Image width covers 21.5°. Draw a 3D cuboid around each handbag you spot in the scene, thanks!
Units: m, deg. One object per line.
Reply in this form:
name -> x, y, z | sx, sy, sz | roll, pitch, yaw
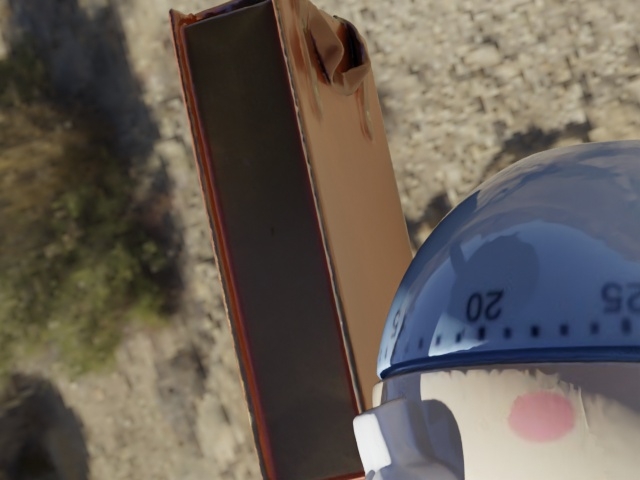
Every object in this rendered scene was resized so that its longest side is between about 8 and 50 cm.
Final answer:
handbag -> 0.000, 0.000, 0.663 | 0.127, 0.063, 0.190 | 15, -118, -71

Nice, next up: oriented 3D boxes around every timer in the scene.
timer -> 0.075, 0.089, 0.489 | 0.175, 0.255, 0.175 | 23, 163, 7
